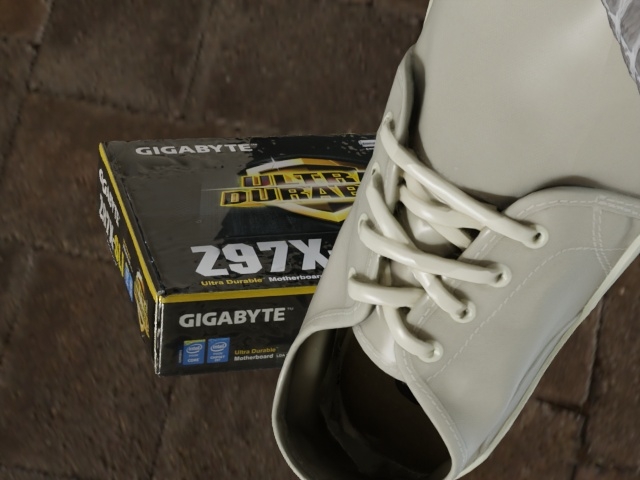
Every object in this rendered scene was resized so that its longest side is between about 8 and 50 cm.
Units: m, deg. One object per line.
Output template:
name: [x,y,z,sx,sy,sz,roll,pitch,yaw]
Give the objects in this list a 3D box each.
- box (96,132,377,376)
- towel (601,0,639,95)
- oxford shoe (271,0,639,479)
box: [0.000,0.000,1.321,0.322,0.079,0.257,-3,31,-16]
towel: [0.181,-0.099,0.377,0.121,0.284,0.235,28,30,-26]
oxford shoe: [0.081,-0.007,0.901,0.169,0.449,0.130,39,42,21]
